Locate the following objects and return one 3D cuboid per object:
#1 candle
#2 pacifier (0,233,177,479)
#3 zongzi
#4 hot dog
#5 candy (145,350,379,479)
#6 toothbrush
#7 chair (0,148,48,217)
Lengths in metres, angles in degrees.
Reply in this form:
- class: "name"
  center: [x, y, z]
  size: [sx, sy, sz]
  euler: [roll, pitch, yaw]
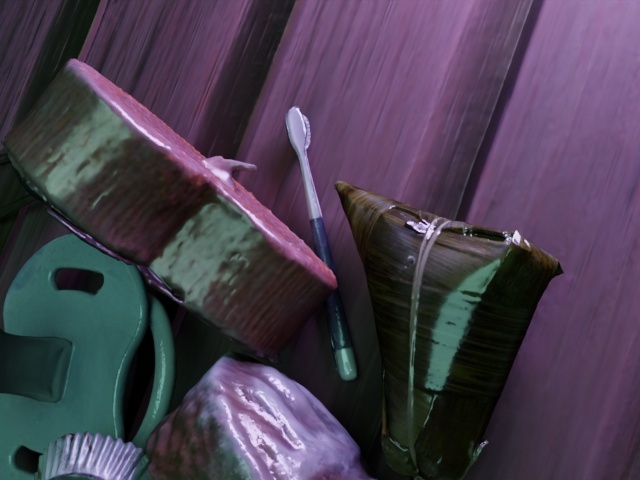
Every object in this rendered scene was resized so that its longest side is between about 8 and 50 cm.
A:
- class: "candle"
  center: [-0.127, -0.041, 0.825]
  size: [0.317, 0.287, 0.131]
  euler: [41, 92, -17]
- class: "pacifier"
  center: [-0.275, 0.125, 0.834]
  size: [0.238, 0.225, 0.287]
  euler: [8, 84, 35]
- class: "zongzi"
  center: [0.068, 0.086, 0.803]
  size: [0.241, 0.111, 0.248]
  euler: [22, 92, 40]
- class: "hot dog"
  center: [-0.199, 0.288, 0.792]
  size: [0.144, 0.075, 0.268]
  euler: [8, 119, 8]
- class: "candy"
  center: [-0.028, 0.238, 0.729]
  size: [0.157, 0.214, 0.290]
  euler: [-41, 71, 10]
- class: "toothbrush"
  center: [0.000, 0.000, 0.877]
  size: [0.024, 0.026, 0.288]
  euler: [-16, 75, 15]
- class: "chair"
  center: [-0.381, -0.070, 0.988]
  size: [0.221, 0.095, 0.104]
  euler: [-14, 83, 16]
